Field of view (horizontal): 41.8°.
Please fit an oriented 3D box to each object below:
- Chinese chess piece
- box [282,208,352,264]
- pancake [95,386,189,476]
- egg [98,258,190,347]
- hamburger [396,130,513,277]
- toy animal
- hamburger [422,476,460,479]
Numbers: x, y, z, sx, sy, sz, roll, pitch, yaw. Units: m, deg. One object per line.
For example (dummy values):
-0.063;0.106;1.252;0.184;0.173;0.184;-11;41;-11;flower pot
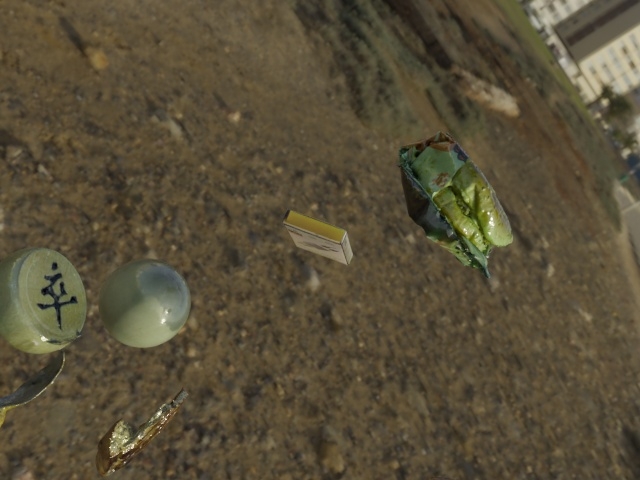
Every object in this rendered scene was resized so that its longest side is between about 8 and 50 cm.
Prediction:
-0.491;0.104;1.468;0.188;0.083;0.188;-15;90;-69;Chinese chess piece
0.000;0.000;1.757;0.129;0.033;0.247;20;-11;11;box
-0.354;0.367;1.555;0.056;0.257;0.212;45;23;7;pancake
-0.369;0.131;1.766;0.187;0.253;0.186;6;76;-22;egg
0.220;-0.042;1.288;0.214;0.125;0.235;41;14;-35;hamburger
-0.426;0.206;1.061;0.155;0.219;0.095;28;-10;33;toy animal
0.247;0.562;1.617;0.231;0.231;0.106;-97;175;-50;hamburger
